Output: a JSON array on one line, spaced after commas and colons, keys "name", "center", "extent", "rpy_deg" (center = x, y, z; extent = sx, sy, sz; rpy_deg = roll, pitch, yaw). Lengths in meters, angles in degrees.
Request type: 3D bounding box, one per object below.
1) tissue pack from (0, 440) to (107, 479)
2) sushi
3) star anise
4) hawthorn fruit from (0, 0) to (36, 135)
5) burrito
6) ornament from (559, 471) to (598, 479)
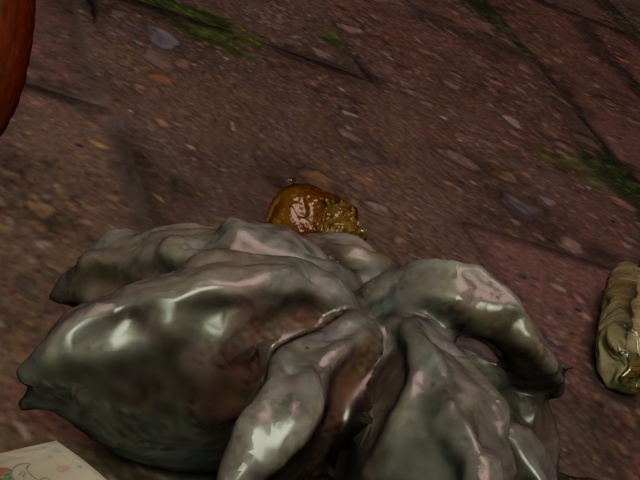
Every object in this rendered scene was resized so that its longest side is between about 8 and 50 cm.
[{"name": "tissue pack", "center": [-0.125, 0.108, 0.716], "extent": [0.056, 0.023, 0.108], "rpy_deg": [36, 23, 26]}, {"name": "sushi", "center": [0.001, -0.004, 1.071], "extent": [0.060, 0.061, 0.118], "rpy_deg": [17, 18, 11]}, {"name": "star anise", "center": [0.008, 0.049, 0.854], "extent": [0.316, 0.139, 0.359], "rpy_deg": [17, 14, -32]}, {"name": "hawthorn fruit", "center": [-0.225, -0.129, 0.919], "extent": [0.179, 0.200, 0.179], "rpy_deg": [17, 26, -9]}, {"name": "burrito", "center": [0.200, 0.054, 1.195], "extent": [0.045, 0.041, 0.185], "rpy_deg": [67, 19, -9]}, {"name": "ornament", "center": [0.121, 0.124, 0.953], "extent": [0.073, 0.028, 0.125], "rpy_deg": [20, 23, -12]}]
